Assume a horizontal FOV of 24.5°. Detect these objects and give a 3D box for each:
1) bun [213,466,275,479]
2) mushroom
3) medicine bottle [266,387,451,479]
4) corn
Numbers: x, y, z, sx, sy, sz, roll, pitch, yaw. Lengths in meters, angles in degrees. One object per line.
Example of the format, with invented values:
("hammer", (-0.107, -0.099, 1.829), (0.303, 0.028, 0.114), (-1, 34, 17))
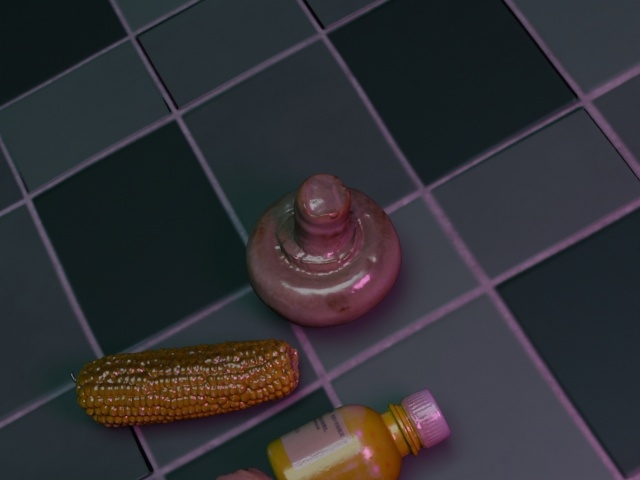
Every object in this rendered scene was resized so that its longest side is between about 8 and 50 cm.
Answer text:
("bun", (-0.145, 0.428, 1.631), (0.364, 0.364, 0.202), (-38, 71, -8))
("mushroom", (0.002, 0.017, 1.914), (0.206, 0.209, 0.206), (0, 86, 4))
("medicine bottle", (0.051, 0.257, 1.803), (0.212, 0.122, 0.122), (-27, 59, -2))
("corn", (-0.182, 0.188, 1.915), (0.310, 0.101, 0.101), (-5, 60, 10))
